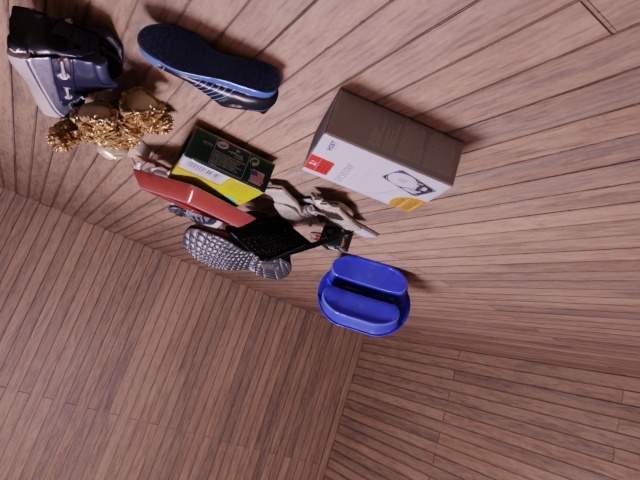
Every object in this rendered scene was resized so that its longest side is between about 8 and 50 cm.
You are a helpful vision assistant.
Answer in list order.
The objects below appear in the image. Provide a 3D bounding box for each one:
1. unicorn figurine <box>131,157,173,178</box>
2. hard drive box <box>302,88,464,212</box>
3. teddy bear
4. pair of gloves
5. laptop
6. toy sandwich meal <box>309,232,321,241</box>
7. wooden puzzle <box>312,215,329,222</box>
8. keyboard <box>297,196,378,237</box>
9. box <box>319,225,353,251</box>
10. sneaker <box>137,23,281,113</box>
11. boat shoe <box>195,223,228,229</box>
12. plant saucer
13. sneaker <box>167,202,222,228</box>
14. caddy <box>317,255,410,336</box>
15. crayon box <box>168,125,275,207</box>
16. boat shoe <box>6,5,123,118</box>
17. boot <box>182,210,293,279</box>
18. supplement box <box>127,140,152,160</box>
[{"bbox_3d":[-0.480,-0.199,1.485,0.161,0.060,0.111,27,162,-30],"label":"unicorn figurine"},{"bbox_3d":[0.103,-0.149,0.905,0.232,0.089,0.181,21,165,-8],"label":"hard drive box"},{"bbox_3d":[-0.432,-0.234,1.070,0.337,0.245,0.113,-5,110,47],"label":"teddy bear"},{"bbox_3d":[-0.025,-0.078,1.353,0.239,0.042,0.204,12,164,23],"label":"pair of gloves"},{"bbox_3d":[-0.088,-0.030,1.445,0.264,0.137,0.234,40,-150,25],"label":"laptop"},{"bbox_3d":[0.000,0.000,1.681,0.085,0.029,0.085,17,165,5],"label":"toy sandwich meal"},{"bbox_3d":[-0.030,-0.072,1.492,0.116,0.014,0.078,18,170,2],"label":"wooden puzzle"},{"bbox_3d":[0.051,-0.061,1.431,0.255,0.014,0.072,28,163,-30],"label":"keyboard"},{"bbox_3d":[0.046,-0.005,1.543,0.083,0.062,0.052,7,161,38],"label":"box"},{"bbox_3d":[-0.182,-0.269,0.830,0.232,0.082,0.090,20,158,-10],"label":"sneaker"},{"bbox_3d":[-0.318,-0.022,1.820,0.324,0.123,0.116,9,161,27],"label":"boat shoe"},{"bbox_3d":[-0.349,-0.108,1.392,0.258,0.048,0.258,16,173,34],"label":"plant saucer"},{"bbox_3d":[-0.399,-0.108,1.630,0.153,0.102,0.268,24,167,-28],"label":"sneaker"},{"bbox_3d":[0.155,0.200,1.812,0.340,0.242,0.179,17,161,9],"label":"caddy"},{"bbox_3d":[-0.262,-0.170,1.272,0.202,0.081,0.318,24,167,-21],"label":"crayon box"},{"bbox_3d":[-0.449,-0.305,0.957,0.157,0.127,0.340,7,176,-13],"label":"boat shoe"},{"bbox_3d":[-0.243,-0.012,1.544,0.337,0.223,0.118,22,125,-21],"label":"boot"},{"bbox_3d":[-0.507,-0.255,1.359,0.062,0.036,0.098,14,165,18],"label":"supplement box"}]
